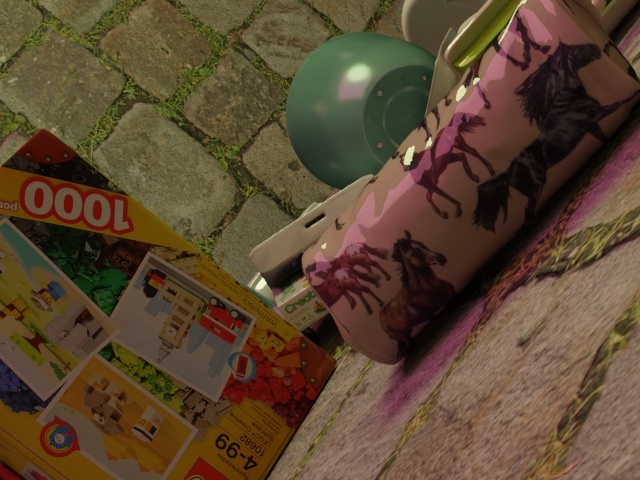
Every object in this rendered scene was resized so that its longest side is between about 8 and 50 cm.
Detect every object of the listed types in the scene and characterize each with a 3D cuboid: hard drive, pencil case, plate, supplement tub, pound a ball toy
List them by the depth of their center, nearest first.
[{"bbox_3d":[0.151,-0.071,1.172,0.410,0.160,0.183,-50,19,17],"label":"pencil case"},{"bbox_3d":[0.312,-0.254,1.445,0.319,0.136,0.208,-50,33,-6],"label":"pound a ball toy"},{"bbox_3d":[0.179,-0.162,1.733,0.278,0.045,0.277,-63,-18,-67],"label":"plate"},{"bbox_3d":[0.000,0.000,1.952,0.233,0.047,0.353,-34,-9,-3],"label":"hard drive"},{"bbox_3d":[0.322,-0.480,2.208,0.241,0.241,0.331,-45,7,50],"label":"supplement tub"}]

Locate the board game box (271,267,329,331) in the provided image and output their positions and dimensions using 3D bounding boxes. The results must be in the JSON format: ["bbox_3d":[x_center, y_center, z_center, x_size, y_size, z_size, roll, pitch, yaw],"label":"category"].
[{"bbox_3d":[0.020,0.055,1.782,0.193,0.053,0.305,-34,4,-2],"label":"board game box"}]

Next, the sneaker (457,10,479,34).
[{"bbox_3d":[0.332,-0.313,1.741,0.366,0.135,0.150,-38,40,57],"label":"sneaker"}]

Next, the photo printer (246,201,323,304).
[{"bbox_3d":[-0.081,0.092,2.335,0.307,0.107,0.256,-53,-1,-28],"label":"photo printer"}]

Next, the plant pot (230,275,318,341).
[{"bbox_3d":[-0.236,0.206,1.840,0.334,0.341,0.341,-58,5,0],"label":"plant pot"}]

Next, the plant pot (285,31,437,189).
[{"bbox_3d":[0.114,-0.215,1.997,0.293,0.293,0.235,-51,21,-5],"label":"plant pot"}]

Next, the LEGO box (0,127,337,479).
[{"bbox_3d":[-0.290,0.161,1.464,0.193,0.500,0.372,-46,7,50],"label":"LEGO box"}]
